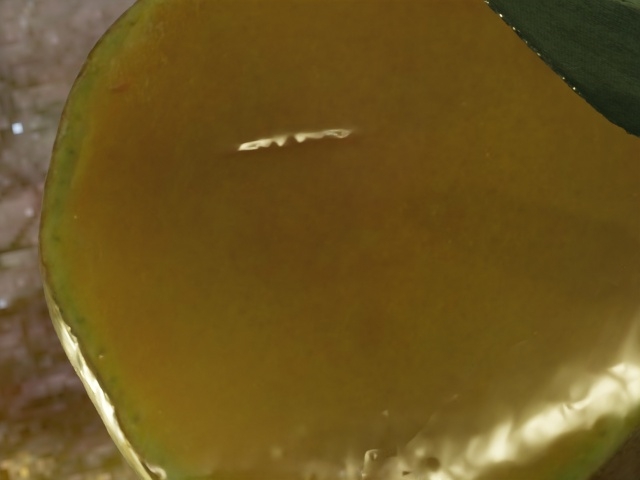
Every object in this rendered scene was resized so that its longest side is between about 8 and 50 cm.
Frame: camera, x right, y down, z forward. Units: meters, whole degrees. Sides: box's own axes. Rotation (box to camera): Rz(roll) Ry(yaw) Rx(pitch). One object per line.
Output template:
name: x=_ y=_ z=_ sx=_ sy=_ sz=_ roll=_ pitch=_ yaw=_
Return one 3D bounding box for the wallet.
wallet: x=0.078 y=-0.042 z=0.378 sx=0.088 sy=0.026 sz=0.129 roll=20 pitch=-5 yaw=34

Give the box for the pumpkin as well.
pumpkin: x=0.048 y=-0.011 z=0.740 sx=0.332 sy=0.332 sz=0.199 roll=-14 pitch=-15 yaw=5
